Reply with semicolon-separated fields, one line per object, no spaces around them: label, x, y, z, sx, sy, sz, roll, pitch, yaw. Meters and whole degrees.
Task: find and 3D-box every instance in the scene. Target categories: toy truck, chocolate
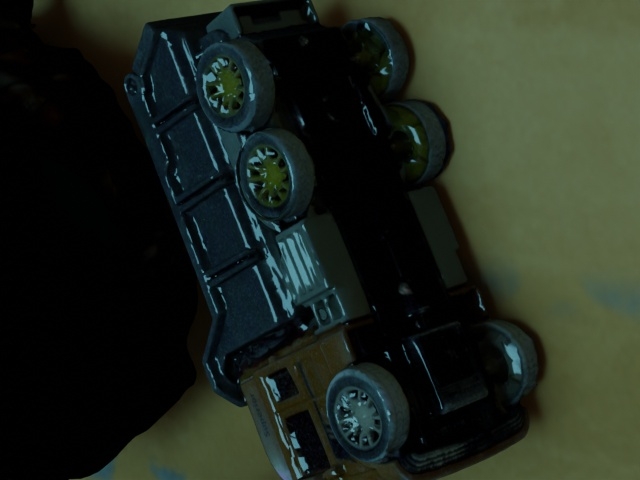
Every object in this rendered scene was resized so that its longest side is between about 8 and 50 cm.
toy truck;0.000;0.000;0.624;0.092;0.083;0.192;-29;80;47
chocolate;-0.150;-0.021;0.765;0.224;0.206;0.177;-43;26;35
